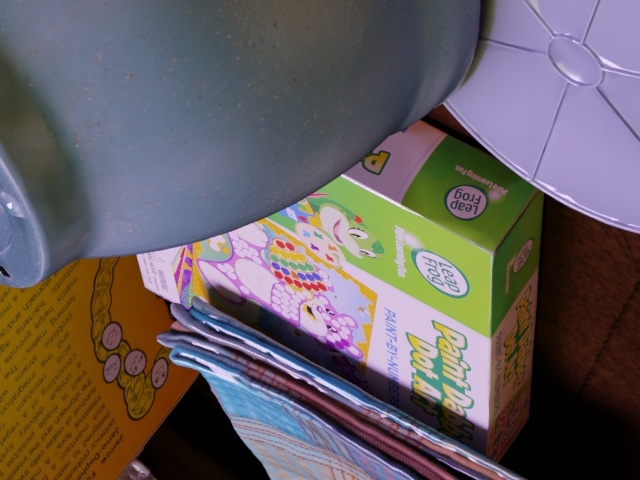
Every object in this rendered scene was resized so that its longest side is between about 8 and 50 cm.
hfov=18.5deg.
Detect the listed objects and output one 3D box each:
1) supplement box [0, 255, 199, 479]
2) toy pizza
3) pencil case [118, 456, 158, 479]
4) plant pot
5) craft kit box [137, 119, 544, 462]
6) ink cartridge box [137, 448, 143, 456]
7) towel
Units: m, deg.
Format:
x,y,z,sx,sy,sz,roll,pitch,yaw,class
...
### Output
x,y,z,sx,sy,sz,roll,pitch,yaw,class
-0.253,0.019,1.256,0.194,0.195,0.356,21,150,33,supplement box
0.110,-0.081,0.789,0.201,0.032,0.201,32,153,19,toy pizza
-0.028,0.294,1.411,0.410,0.160,0.183,27,132,1,pencil case
-0.109,-0.106,0.805,0.293,0.196,0.293,36,154,21,plant pot
0.000,0.000,1.057,0.246,0.061,0.250,25,153,19,craft kit box
-0.295,0.137,1.542,0.232,0.171,0.168,22,151,29,ink cartridge box
0.058,0.174,1.223,0.271,0.040,0.370,28,164,23,towel
